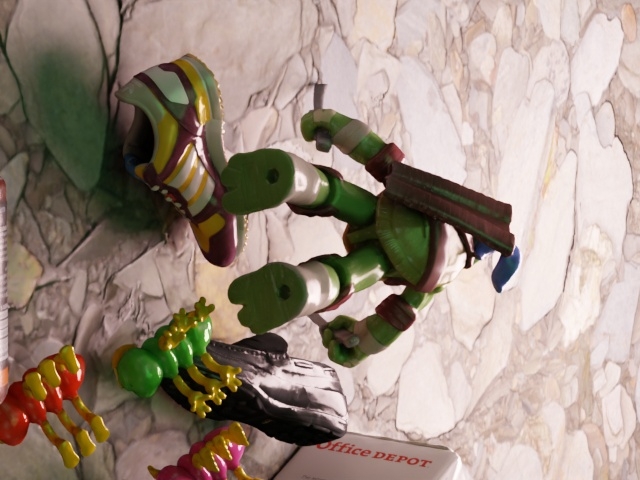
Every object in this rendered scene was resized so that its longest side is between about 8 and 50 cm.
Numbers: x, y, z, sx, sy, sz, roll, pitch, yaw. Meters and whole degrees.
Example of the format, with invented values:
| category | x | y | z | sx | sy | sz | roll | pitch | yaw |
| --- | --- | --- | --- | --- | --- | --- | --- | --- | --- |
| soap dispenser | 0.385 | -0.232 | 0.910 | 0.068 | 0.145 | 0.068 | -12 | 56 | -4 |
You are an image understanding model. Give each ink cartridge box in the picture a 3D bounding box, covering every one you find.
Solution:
| category | x | y | z | sx | sy | sz | roll | pitch | yaw |
| --- | --- | --- | --- | --- | --- | --- | --- | --- | --- |
| ink cartridge box | 0.013 | 0.269 | 1.494 | 0.219 | 0.160 | 0.093 | -44 | 128 | -41 |

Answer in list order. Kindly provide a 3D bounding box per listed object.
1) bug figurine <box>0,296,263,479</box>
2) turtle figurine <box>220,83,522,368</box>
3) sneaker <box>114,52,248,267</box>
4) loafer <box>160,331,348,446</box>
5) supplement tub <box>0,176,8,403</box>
| category | x | y | z | sx | sy | sz | roll | pitch | yaw |
| --- | --- | --- | --- | --- | --- | --- | --- | --- | --- |
| bug figurine | -0.147 | 0.166 | 1.320 | 0.216 | 0.072 | 0.279 | -34 | 126 | -28 |
| turtle figurine | 0.000 | 0.000 | 1.424 | 0.266 | 0.274 | 0.198 | 1 | 116 | -55 |
| sneaker | -0.116 | -0.054 | 1.382 | 0.084 | 0.069 | 0.186 | -25 | 119 | -25 |
| loafer | -0.058 | 0.114 | 1.466 | 0.223 | 0.076 | 0.078 | 26 | 53 | -47 |
| supplement tub | -0.261 | 0.053 | 1.155 | 0.106 | 0.106 | 0.198 | -5 | 98 | -53 |
